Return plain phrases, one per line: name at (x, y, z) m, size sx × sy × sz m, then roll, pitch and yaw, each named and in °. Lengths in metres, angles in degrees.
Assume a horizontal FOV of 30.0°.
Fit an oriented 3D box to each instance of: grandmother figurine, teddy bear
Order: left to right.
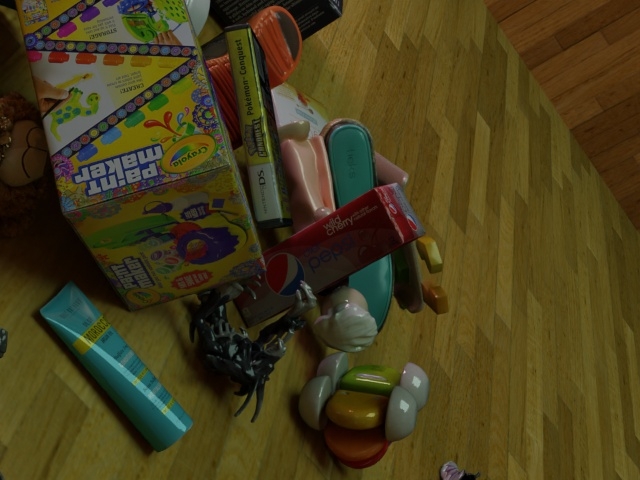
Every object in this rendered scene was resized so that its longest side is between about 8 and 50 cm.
teddy bear at (-0.386, -0.107, 1.176) m, size 0.338 × 0.113 × 0.245 m, roll 37°, pitch 36°, yaw -41°
grandmother figurine at (0.000, 0.000, 1.741) m, size 0.208 × 0.104 × 0.342 m, roll 87°, pitch -15°, yaw -79°

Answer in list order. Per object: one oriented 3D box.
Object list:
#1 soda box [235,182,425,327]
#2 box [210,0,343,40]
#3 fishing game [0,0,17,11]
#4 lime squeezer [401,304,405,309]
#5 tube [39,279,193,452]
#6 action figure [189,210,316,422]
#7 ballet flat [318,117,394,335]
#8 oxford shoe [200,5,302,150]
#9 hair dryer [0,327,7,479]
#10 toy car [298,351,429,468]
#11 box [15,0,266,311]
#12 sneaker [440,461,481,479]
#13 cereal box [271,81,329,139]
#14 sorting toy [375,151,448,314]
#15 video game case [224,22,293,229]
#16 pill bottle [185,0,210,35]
soda box at (0.003, 0.020, 1.599) m, size 0.083 × 0.263 × 0.092 m, roll 62°, pitch 25°, yaw 4°
box at (-0.113, -0.514, 2.044) m, size 0.294 × 0.183 × 0.296 m, roll 48°, pitch 26°, yaw -28°
fishing game at (-0.353, -0.286, 1.388) m, size 0.264 × 0.189 × 0.041 m, roll 20°, pitch 91°, yaw -54°
lime squeezer at (0.105, -0.037, 2.110) m, size 0.110 × 0.059 × 0.310 m, roll 27°, pitch 40°, yaw -50°
tube at (-0.224, 0.139, 1.307) m, size 0.207 × 0.052 × 0.080 m, roll 51°, pitch 19°, yaw -8°
action figure at (-0.098, 0.080, 1.498) m, size 0.164 × 0.141 × 0.275 m, roll 24°, pitch 40°, yaw -58°
ballet flat at (0.044, -0.016, 1.865) m, size 0.123 × 0.123 × 0.348 m, roll -11°, pitch 96°, yaw -64°
oxford shoe at (-0.158, -0.211, 1.732) m, size 0.363 × 0.133 × 0.130 m, roll -51°, pitch 122°, yaw -45°
hair dryer at (-0.367, 0.115, 1.010) m, size 0.293 × 0.080 × 0.223 m, roll 34°, pitch 37°, yaw -45°
toy car at (0.061, 0.242, 1.654) m, size 0.182 × 0.159 × 0.136 m, roll -49°, pitch 142°, yaw -65°
box at (-0.195, -0.113, 1.339) m, size 0.290 × 0.177 × 0.279 m, roll 78°, pitch -5°, yaw -67°
sneaker at (0.224, 0.374, 1.881) m, size 0.038 × 0.069 × 0.098 m, roll 55°, pitch 25°, yaw -15°
cereal box at (-0.028, -0.148, 1.979) m, size 0.173 × 0.047 × 0.240 m, roll 24°, pitch 43°, yaw -52°
sorting toy at (0.118, -0.004, 1.879) m, size 0.307 × 0.041 × 0.229 m, roll -134°, pitch -147°, yaw -66°
video game case at (-0.077, -0.139, 1.563) m, size 0.275 × 0.035 × 0.248 m, roll -32°, pitch 112°, yaw -88°
pill bottle at (-0.286, -0.357, 1.571) m, size 0.283 × 0.161 × 0.161 m, roll 30°, pitch 39°, yaw -48°
